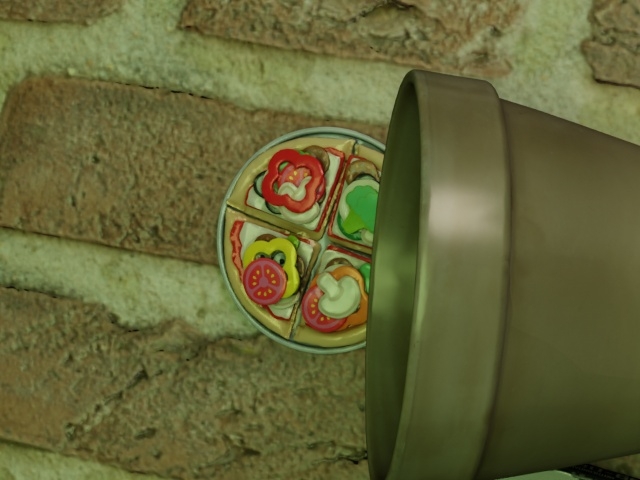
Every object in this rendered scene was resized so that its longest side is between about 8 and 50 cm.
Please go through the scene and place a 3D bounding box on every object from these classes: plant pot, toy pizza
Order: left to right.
[{"bbox_3d":[0.000,0.000,1.358,0.201,0.032,0.201,0,90,17],"label":"toy pizza"},{"bbox_3d":[0.188,0.041,1.178,0.280,0.323,0.323,4,91,-5],"label":"plant pot"}]

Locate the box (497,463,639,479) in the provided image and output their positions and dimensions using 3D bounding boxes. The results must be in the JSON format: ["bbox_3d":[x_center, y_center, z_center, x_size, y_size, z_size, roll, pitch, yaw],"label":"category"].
[{"bbox_3d":[0.190,0.337,1.278,0.242,0.076,0.308,15,95,16],"label":"box"}]
